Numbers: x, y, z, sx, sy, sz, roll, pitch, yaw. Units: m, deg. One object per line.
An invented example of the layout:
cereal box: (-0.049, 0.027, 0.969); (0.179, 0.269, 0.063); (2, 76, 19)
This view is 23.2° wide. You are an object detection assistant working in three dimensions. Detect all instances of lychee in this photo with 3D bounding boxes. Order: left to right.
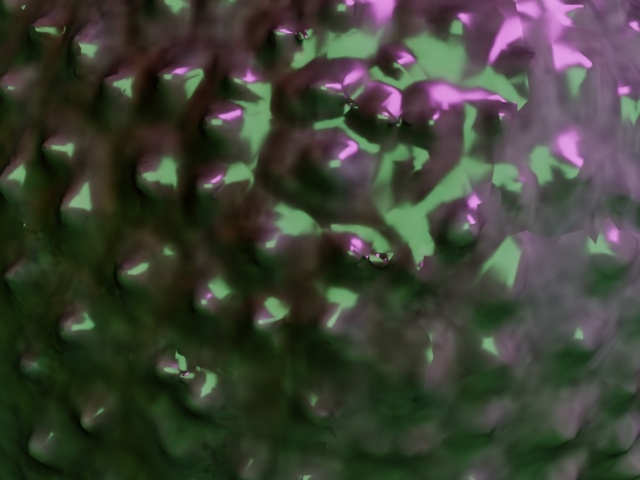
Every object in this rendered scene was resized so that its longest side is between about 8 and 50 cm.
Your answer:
lychee: (0.004, -0.001, 0.507); (0.300, 0.300, 0.300); (2, 77, -10)
